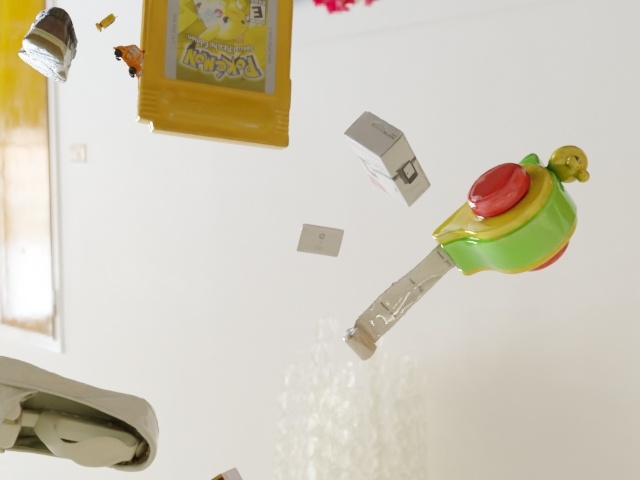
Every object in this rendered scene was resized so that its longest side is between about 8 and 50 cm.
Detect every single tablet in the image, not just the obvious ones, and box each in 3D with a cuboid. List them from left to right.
[{"bbox_3d":[0.000,0.000,1.383,0.083,0.054,0.006,9,-166,-23],"label":"tablet"}]

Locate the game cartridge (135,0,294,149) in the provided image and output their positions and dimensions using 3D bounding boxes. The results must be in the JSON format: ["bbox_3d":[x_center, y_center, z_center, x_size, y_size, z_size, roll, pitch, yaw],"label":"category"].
[{"bbox_3d":[-0.186,-0.341,1.392,0.285,0.324,0.052,4,172,-25],"label":"game cartridge"}]

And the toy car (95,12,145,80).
[{"bbox_3d":[-0.275,-0.275,1.081,0.040,0.060,0.122,-40,173,-8],"label":"toy car"}]

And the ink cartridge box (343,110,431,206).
[{"bbox_3d":[0.119,-0.144,1.349,0.109,0.063,0.150,39,171,43],"label":"ink cartridge box"}]

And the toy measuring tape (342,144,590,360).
[{"bbox_3d":[0.165,0.019,0.806,0.330,0.121,0.121,-43,-173,-1],"label":"toy measuring tape"}]

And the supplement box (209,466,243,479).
[{"bbox_3d":[-0.113,0.284,0.834,0.055,0.043,0.083,-34,168,-2],"label":"supplement box"}]

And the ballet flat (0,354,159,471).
[{"bbox_3d":[-0.411,0.258,1.097,0.400,0.139,0.139,20,174,-30],"label":"ballet flat"}]

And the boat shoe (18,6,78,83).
[{"bbox_3d":[-0.394,-0.289,1.123,0.080,0.073,0.223,32,172,-19],"label":"boat shoe"}]
